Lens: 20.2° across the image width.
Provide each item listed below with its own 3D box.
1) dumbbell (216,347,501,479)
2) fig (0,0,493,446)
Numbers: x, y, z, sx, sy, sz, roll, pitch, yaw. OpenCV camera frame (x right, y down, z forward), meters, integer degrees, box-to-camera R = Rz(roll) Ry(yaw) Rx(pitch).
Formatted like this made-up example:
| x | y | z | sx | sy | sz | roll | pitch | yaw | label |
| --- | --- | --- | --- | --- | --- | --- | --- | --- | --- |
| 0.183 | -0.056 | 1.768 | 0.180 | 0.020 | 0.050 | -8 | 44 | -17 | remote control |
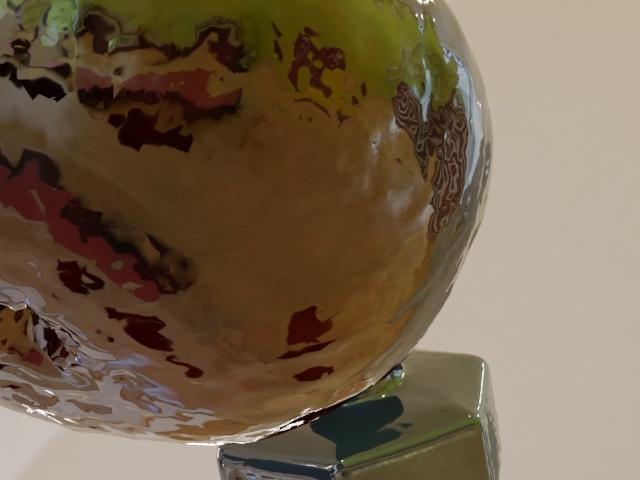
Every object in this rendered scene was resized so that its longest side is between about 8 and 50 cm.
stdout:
| x | y | z | sx | sy | sz | roll | pitch | yaw | label |
| --- | --- | --- | --- | --- | --- | --- | --- | --- | --- |
| 0.000 | 0.000 | 0.901 | 0.144 | 0.160 | 0.324 | -10 | -72 | 10 | dumbbell |
| -0.061 | -0.042 | 0.596 | 0.214 | 0.235 | 0.235 | -47 | -28 | -16 | fig |
